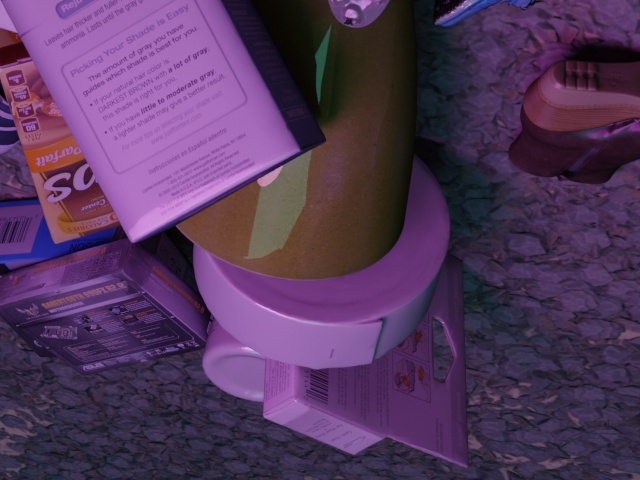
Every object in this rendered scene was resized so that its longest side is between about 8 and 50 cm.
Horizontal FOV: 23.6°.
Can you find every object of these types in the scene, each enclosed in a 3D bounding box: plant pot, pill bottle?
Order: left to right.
[{"bbox_3d":[-0.058,0.072,1.892,0.131,0.229,0.131,9,146,6],"label":"pill bottle"},{"bbox_3d":[-0.013,-0.159,1.549,0.274,0.275,0.294,15,131,-1],"label":"plant pot"}]

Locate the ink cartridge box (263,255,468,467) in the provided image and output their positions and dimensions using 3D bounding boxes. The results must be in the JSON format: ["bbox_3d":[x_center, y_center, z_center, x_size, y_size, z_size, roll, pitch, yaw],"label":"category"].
[{"bbox_3d":[0.057,0.112,1.821,0.261,0.296,0.066,26,139,-30],"label":"ink cartridge box"}]

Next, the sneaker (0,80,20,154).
[{"bbox_3d":[-0.443,-0.199,1.748,0.282,0.099,0.153,24,150,-27],"label":"sneaker"}]

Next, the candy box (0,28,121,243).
[{"bbox_3d":[-0.248,-0.140,1.715,0.182,0.088,0.316,-16,145,-8],"label":"candy box"}]

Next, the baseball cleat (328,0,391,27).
[{"bbox_3d":[0.050,-0.296,1.366,0.072,0.109,0.206,13,122,4],"label":"baseball cleat"}]

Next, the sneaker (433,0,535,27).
[{"bbox_3d":[0.177,-0.243,1.500,0.073,0.063,0.162,33,142,-31],"label":"sneaker"}]

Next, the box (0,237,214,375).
[{"bbox_3d":[-0.272,0.089,1.952,0.231,0.056,0.183,-16,137,33],"label":"box"}]

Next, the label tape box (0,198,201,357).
[{"bbox_3d":[-0.298,0.083,2.099,0.249,0.115,0.348,-5,140,25],"label":"label tape box"}]

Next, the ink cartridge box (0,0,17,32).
[{"bbox_3d":[-0.266,-0.269,1.545,0.089,0.143,0.092,16,146,-3],"label":"ink cartridge box"}]

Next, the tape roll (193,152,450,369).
[{"bbox_3d":[0.000,0.000,1.716,0.286,0.286,0.100,13,145,1],"label":"tape roll"}]

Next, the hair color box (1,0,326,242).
[{"bbox_3d":[-0.170,-0.208,1.400,0.185,0.113,0.374,-28,92,16],"label":"hair color box"}]

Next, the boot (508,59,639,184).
[{"bbox_3d":[0.333,-0.117,1.635,0.248,0.090,0.207,11,158,2],"label":"boot"}]
